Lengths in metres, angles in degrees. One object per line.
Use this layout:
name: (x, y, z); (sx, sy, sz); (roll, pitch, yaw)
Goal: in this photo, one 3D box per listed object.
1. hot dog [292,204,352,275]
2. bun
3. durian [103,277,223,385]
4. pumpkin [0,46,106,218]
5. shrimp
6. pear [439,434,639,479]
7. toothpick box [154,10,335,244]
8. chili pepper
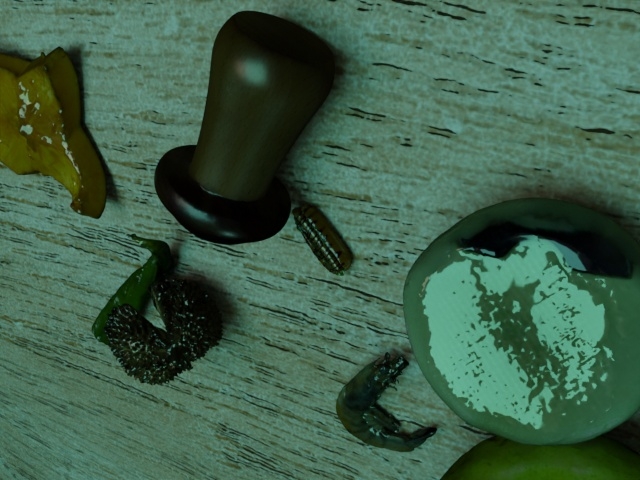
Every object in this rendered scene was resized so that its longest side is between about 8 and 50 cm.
hot dog: (0.000, 0.000, 0.967); (0.122, 0.037, 0.049); (51, 127, -1)
bun: (0.244, 0.085, 0.771); (0.283, 0.179, 0.284); (3, 98, 18)
durian: (-0.255, 0.152, 1.104); (0.196, 0.196, 0.167); (-18, 131, 38)
pumpkin: (-0.496, -0.194, 1.161); (0.258, 0.095, 0.290); (8, 121, 26)
shrimp: (0.105, 0.256, 1.022); (0.150, 0.051, 0.217); (37, 136, 9)
pear: (0.281, 0.430, 0.791); (0.390, 0.391, 0.391); (15, 120, 27)
toothpick box: (-0.098, -0.132, 0.875); (0.192, 0.192, 0.294); (36, 122, 13)
chili pepper: (-0.340, 0.090, 1.213); (0.084, 0.076, 0.359); (34, 134, -4)
